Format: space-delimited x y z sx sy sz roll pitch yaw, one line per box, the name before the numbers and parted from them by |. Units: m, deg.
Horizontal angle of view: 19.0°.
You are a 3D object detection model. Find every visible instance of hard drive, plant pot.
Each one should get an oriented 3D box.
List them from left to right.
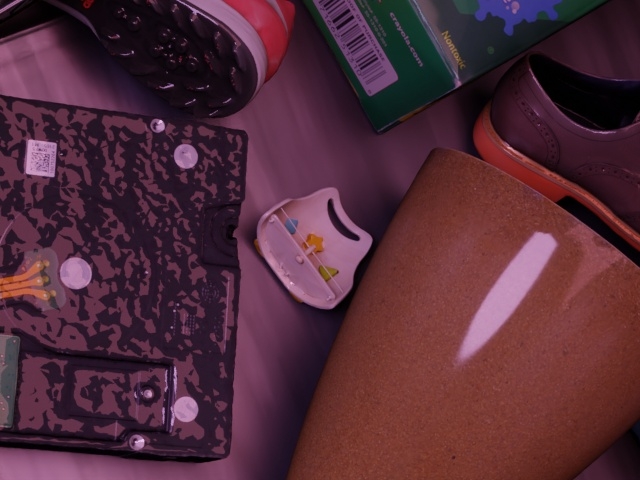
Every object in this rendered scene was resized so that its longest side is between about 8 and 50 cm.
hard drive | -0.221 0.021 1.286 0.339 0.064 0.237 6 78 -21
plant pot | 0.098 0.108 1.328 0.237 0.237 0.254 38 83 -11

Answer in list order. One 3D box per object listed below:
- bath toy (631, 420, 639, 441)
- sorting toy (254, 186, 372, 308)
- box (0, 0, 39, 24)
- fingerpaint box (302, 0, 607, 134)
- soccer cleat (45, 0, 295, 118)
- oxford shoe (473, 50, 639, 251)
bath toy | 0.391 0.068 1.496 0.348 0.129 0.151 -26 134 -22
sorting toy | 0.000 0.000 1.393 0.075 0.045 0.083 -39 95 -30
box | -0.259 -0.251 1.195 0.322 0.079 0.257 -37 95 -22
fingerpaint box | 0.102 -0.368 1.432 0.371 0.163 0.445 -31 93 -23
soccer cleat | -0.158 -0.215 1.348 0.318 0.108 0.116 38 39 -2
oxford shoe | 0.252 -0.056 1.432 0.271 0.098 0.097 22 49 -2
